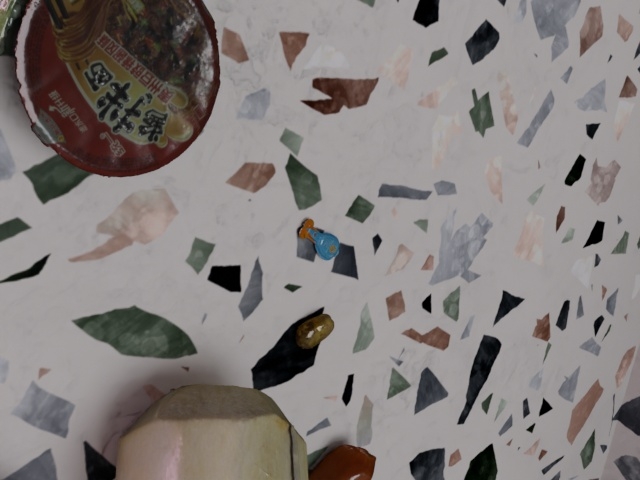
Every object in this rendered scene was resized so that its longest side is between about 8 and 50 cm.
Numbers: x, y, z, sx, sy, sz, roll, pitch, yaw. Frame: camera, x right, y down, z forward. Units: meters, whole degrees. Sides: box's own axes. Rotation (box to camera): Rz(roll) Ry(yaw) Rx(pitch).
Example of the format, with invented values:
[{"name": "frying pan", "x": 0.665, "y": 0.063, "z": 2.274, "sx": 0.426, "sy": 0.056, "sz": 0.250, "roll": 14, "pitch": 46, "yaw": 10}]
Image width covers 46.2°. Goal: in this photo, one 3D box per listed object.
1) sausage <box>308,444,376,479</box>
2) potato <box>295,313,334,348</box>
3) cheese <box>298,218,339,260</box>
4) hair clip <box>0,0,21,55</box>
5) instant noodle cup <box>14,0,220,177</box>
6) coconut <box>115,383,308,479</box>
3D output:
[{"name": "sausage", "x": -0.023, "y": 0.543, "z": 1.473, "sx": 0.348, "sy": 0.097, "sz": 0.094, "roll": -48, "pitch": 121, "yaw": -15}, {"name": "potato", "x": -0.011, "y": 0.164, "z": 1.362, "sx": 0.083, "sy": 0.040, "sz": 0.051, "roll": -31, "pitch": 135, "yaw": -28}, {"name": "cheese", "x": 0.001, "y": 0.000, "z": 1.320, "sx": 0.111, "sy": 0.017, "sz": 0.047, "roll": 40, "pitch": 76, "yaw": -44}, {"name": "hair clip", "x": -0.394, "y": -0.261, "z": 0.800, "sx": 0.138, "sy": 0.091, "sz": 0.321, "roll": 19, "pitch": 102, "yaw": -40}, {"name": "instant noodle cup", "x": -0.260, "y": -0.220, "z": 0.934, "sx": 0.274, "sy": 0.090, "sz": 0.274, "roll": -18, "pitch": 119, "yaw": -37}, {"name": "coconut", "x": -0.164, "y": 0.382, "z": 1.113, "sx": 0.323, "sy": 0.323, "sz": 0.323, "roll": -18, "pitch": 119, "yaw": -37}]
